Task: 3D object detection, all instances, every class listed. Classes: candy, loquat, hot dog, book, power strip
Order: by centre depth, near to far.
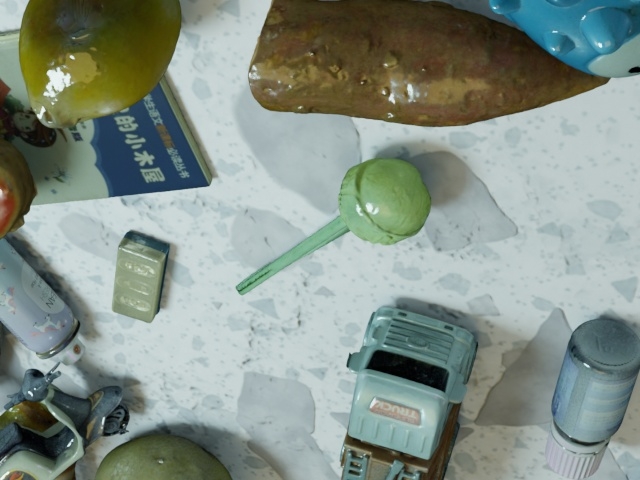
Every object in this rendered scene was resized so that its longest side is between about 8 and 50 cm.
[{"bbox_3d":[-0.222,-0.198,1.573,0.152,0.195,0.152,34,171,6],"label":"loquat"},{"bbox_3d":[0.000,0.000,1.750,0.335,0.093,0.092,-33,70,49],"label":"candy"},{"bbox_3d":[-0.301,-0.136,1.771,0.323,0.018,0.228,-5,129,26],"label":"book"},{"bbox_3d":[-0.216,0.047,1.893,0.056,0.032,0.123,20,136,6],"label":"power strip"},{"bbox_3d":[-0.388,0.311,2.157,0.123,0.093,0.261,5,113,-12],"label":"hot dog"}]

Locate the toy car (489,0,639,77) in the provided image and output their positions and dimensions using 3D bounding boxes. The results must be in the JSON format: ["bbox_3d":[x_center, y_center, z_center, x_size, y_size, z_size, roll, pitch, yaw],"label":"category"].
[{"bbox_3d":[0.231,-0.238,1.346,0.188,0.190,0.255,-29,117,37],"label":"toy car"}]

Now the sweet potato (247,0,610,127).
[{"bbox_3d":[0.105,-0.167,1.511,0.337,0.131,0.131,6,133,4],"label":"sweet potato"}]

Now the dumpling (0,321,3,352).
[{"bbox_3d":[-0.509,0.124,1.996,0.205,0.163,0.293,12,145,5],"label":"dumpling"}]

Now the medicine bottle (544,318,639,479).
[{"bbox_3d":[0.300,0.182,1.777,0.084,0.083,0.203,16,134,8],"label":"medicine bottle"}]

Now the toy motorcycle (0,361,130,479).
[{"bbox_3d":[-0.369,0.256,2.024,0.263,0.091,0.157,-38,128,6],"label":"toy motorcycle"}]

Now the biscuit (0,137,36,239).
[{"bbox_3d":[-0.545,-0.123,1.776,0.368,0.076,0.394,-25,106,30],"label":"biscuit"}]

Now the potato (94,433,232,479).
[{"bbox_3d":[-0.205,0.340,2.077,0.235,0.160,0.177,-18,84,50],"label":"potato"}]

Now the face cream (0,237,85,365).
[{"bbox_3d":[-0.373,0.064,1.943,0.075,0.075,0.229,-20,121,35],"label":"face cream"}]

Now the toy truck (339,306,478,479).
[{"bbox_3d":[0.086,0.232,1.851,0.136,0.162,0.305,16,134,8],"label":"toy truck"}]
